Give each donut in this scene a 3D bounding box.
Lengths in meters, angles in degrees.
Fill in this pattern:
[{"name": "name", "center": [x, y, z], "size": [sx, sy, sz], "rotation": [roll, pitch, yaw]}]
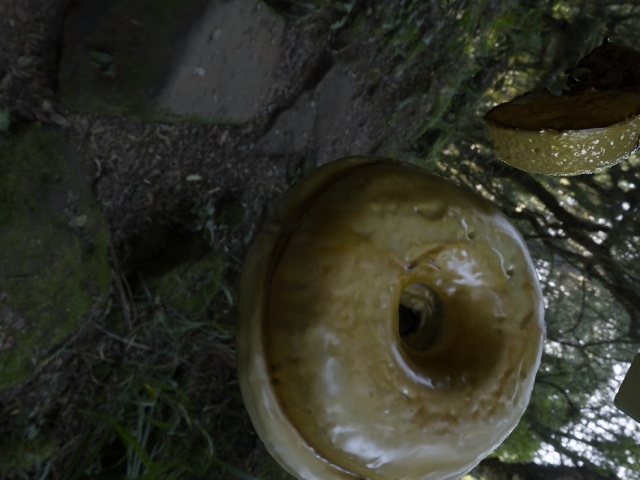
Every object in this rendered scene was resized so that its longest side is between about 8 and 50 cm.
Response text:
[{"name": "donut", "center": [0.300, -0.138, 0.629], "size": [0.217, 0.141, 0.085], "rotation": [-28, 131, -14]}, {"name": "donut", "center": [0.098, 0.105, 0.700], "size": [0.198, 0.449, 0.448], "rotation": [-13, -136, 58]}]

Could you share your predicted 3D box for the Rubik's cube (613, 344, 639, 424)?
[{"name": "Rubik's cube", "center": [0.604, 0.154, 0.606], "size": [0.318, 0.316, 0.322], "rotation": [-69, -160, 7]}]
